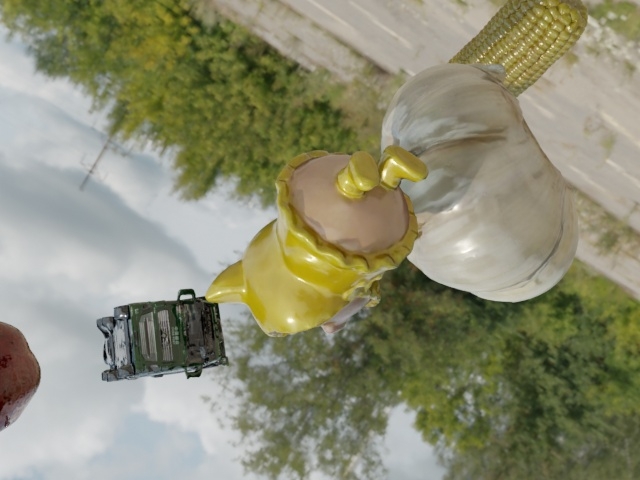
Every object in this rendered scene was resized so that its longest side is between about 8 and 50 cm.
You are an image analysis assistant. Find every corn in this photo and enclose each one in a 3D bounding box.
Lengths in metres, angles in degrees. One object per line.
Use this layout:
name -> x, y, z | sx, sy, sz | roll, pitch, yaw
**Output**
corn -> 0.289, -0.289, 1.324 | 0.131, 0.344, 0.131 | 22, -132, -27

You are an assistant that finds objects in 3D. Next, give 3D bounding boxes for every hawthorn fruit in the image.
hawthorn fruit -> -0.499, 0.207, 1.113 | 0.185, 0.185, 0.202 | 32, -158, -7

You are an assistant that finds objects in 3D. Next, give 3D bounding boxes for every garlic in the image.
garlic -> 0.166, -0.044, 0.898 | 0.281, 0.203, 0.185 | 52, -151, -18

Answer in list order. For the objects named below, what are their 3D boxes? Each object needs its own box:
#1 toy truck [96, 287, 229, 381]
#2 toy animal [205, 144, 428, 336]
toy truck -> -0.180, 0.113, 0.891 | 0.121, 0.088, 0.259 | -5, 172, -22
toy animal -> 0.004, -0.001, 0.715 | 0.156, 0.230, 0.156 | 20, -133, -23
